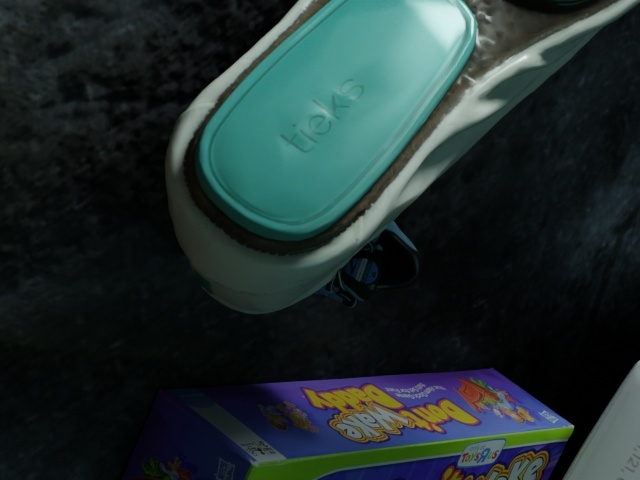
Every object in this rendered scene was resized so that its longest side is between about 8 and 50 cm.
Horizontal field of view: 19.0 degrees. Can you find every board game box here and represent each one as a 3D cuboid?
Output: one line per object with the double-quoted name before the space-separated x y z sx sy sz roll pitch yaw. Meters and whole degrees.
"board game box" -0.005 0.202 1.184 0.347 0.078 0.233 1 118 -53

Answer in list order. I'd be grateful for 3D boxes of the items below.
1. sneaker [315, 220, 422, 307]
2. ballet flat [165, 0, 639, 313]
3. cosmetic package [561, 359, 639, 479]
"sneaker" 0.000 0.000 1.010 0.162 0.073 0.063 -1 120 -52
"ballet flat" 0.066 -0.108 0.963 0.400 0.139 0.139 -44 147 -25
"cosmetic package" 0.334 0.308 1.365 0.327 0.393 0.329 -60 165 8
